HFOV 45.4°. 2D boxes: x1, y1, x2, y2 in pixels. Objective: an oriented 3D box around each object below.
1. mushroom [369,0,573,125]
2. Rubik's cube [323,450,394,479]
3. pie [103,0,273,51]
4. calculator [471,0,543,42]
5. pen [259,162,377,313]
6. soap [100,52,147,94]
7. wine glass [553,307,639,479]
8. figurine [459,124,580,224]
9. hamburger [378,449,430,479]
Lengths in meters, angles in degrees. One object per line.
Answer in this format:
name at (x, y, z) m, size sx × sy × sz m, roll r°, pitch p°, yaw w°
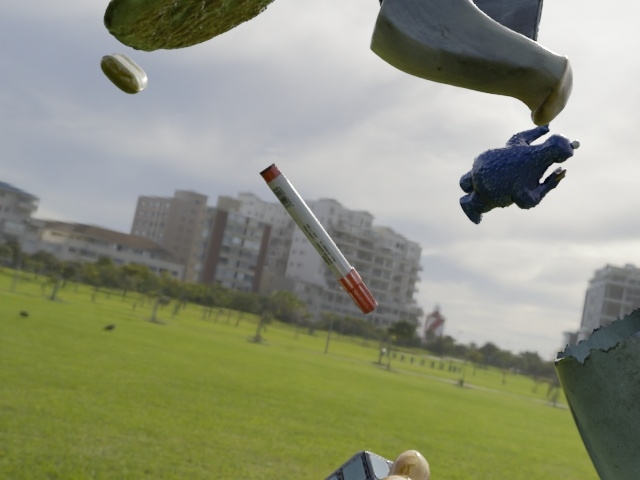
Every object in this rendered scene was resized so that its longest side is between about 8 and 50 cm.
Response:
mushroom at (0.224, -0.288, 1.119) m, size 0.329 × 0.159 × 0.122 m, roll 26°, pitch 29°, yaw 0°
Rubik's cube at (0.079, 0.433, 1.126) m, size 0.161 × 0.162 × 0.163 m, roll 31°, pitch 26°, yaw -33°
pie at (-0.182, -0.380, 1.181) m, size 0.323 × 0.070 × 0.323 m, roll -23°, pitch 0°, yaw 0°
calculator at (0.376, -0.519, 1.725) m, size 0.262 × 0.161 × 0.021 m, roll 12°, pitch 6°, yaw 38°
pen at (0.000, 0.000, 0.993) m, size 0.239 × 0.028 × 0.028 m, roll 53°, pitch -20°, yaw -15°
soap at (-0.362, -0.308, 1.409) m, size 0.089 × 0.045 × 0.140 m, roll 47°, pitch 8°, yaw -14°
wine glass at (0.247, 0.156, 0.471) m, size 0.126 × 0.241 × 0.126 m, roll -29°, pitch -8°, yaw -4°
figurine at (0.384, -0.141, 1.521) m, size 0.121 × 0.164 × 0.262 m, roll 19°, pitch -49°, yaw -43°
hamburger at (0.085, 0.380, 0.866) m, size 0.186 × 0.302 × 0.261 m, roll 24°, pitch -40°, yaw 25°
